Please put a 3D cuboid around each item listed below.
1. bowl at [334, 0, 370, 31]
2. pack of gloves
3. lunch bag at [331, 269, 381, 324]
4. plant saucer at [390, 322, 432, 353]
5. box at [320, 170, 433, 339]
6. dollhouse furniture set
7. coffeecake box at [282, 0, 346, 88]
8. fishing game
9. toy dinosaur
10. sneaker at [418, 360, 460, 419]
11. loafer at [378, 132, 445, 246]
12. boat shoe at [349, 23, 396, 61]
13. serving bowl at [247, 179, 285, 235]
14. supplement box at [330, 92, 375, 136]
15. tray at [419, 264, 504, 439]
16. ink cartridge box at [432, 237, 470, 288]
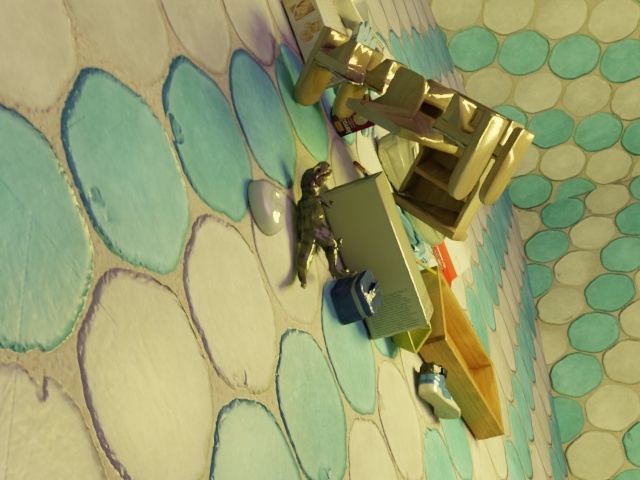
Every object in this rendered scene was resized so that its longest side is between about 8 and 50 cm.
[{"bbox_3d":[0.067,-0.576,2.036,0.142,0.053,0.142,51,28,-49],"label":"bowl"},{"bbox_3d":[0.093,-0.355,1.891,0.195,0.046,0.232,51,49,-49],"label":"pack of gloves"},{"bbox_3d":[0.065,0.091,1.400,0.067,0.065,0.098,68,20,-11],"label":"lunch bag"},{"bbox_3d":[0.154,0.116,1.658,0.188,0.045,0.188,-26,97,-72],"label":"plant saucer"},{"bbox_3d":[0.101,0.026,1.494,0.094,0.113,0.275,-41,113,-70],"label":"box"},{"bbox_3d":[0.176,-0.160,1.542,0.362,0.256,0.394,35,16,30],"label":"dollhouse furniture set"},{"bbox_3d":[0.005,-0.395,1.670,0.142,0.068,0.186,-43,113,-70],"label":"coffeecake box"},{"bbox_3d":[0.147,-0.040,1.732,0.189,0.041,0.264,28,29,-58],"label":"fishing game"},{"bbox_3d":[0.000,0.000,1.317,0.118,0.064,0.268,47,32,-38],"label":"toy dinosaur"},{"bbox_3d":[0.242,0.300,1.718,0.152,0.058,0.085,45,40,-41],"label":"sneaker"},{"bbox_3d":[0.240,-0.122,2.015,0.112,0.111,0.319,-81,148,-53],"label":"loafer"},{"bbox_3d":[0.147,-0.410,2.059,0.267,0.096,0.088,45,36,-38],"label":"boat shoe"},{"bbox_3d":[-0.071,-0.049,1.202,0.083,0.027,0.083,-18,90,-72],"label":"serving bowl"},{"bbox_3d":[0.069,-0.250,1.694,0.055,0.083,0.043,58,23,-35],"label":"supplement box"},{"bbox_3d":[0.311,0.264,1.927,0.203,0.076,0.411,-90,155,-43],"label":"tray"},{"bbox_3d":[0.351,0.008,2.302,0.232,0.066,0.189,-72,141,-67],"label":"ink cartridge box"}]
